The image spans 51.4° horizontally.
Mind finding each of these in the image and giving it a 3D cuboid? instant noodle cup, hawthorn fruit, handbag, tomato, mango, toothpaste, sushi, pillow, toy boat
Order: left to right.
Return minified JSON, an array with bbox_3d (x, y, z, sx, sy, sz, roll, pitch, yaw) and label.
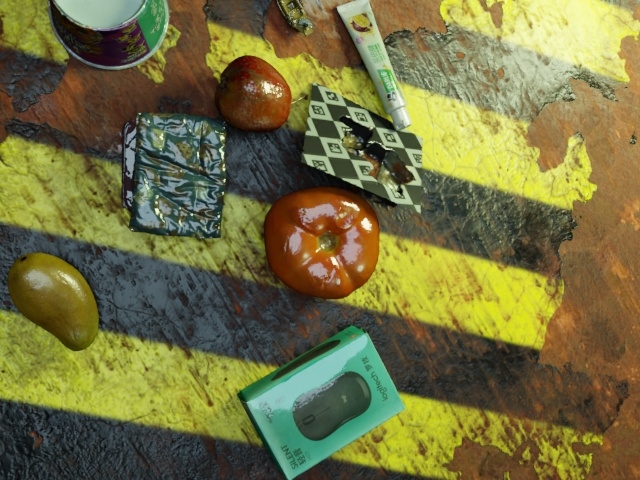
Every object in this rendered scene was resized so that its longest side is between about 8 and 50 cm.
[{"bbox_3d":[-0.535,0.122,1.352,0.136,0.099,0.227,-38,106,-14],"label":"mango"},{"bbox_3d":[-0.428,-0.486,1.324,0.251,0.190,0.251,0,90,-12],"label":"instant noodle cup"},{"bbox_3d":[-0.311,-0.153,1.412,0.216,0.074,0.203,-2,91,-14],"label":"handbag"},{"bbox_3d":[-0.288,-0.134,1.361,0.189,0.034,0.255,3,89,-14],"label":"pillow"},{"bbox_3d":[-0.119,-0.300,1.422,0.204,0.163,0.162,17,86,-24],"label":"hawthorn fruit"},{"bbox_3d":[-0.065,-0.519,1.476,0.047,0.049,0.149,-32,97,-11],"label":"toy boat"},{"bbox_3d":[0.000,0.004,1.424,0.260,0.180,0.259,0,92,-10],"label":"tomato"},{"bbox_3d":[0.084,-0.189,1.455,0.292,0.059,0.293,24,43,-13],"label":"sushi"},{"bbox_3d":[0.133,-0.402,1.522,0.058,0.056,0.314,-24,91,-56],"label":"toothpaste"}]

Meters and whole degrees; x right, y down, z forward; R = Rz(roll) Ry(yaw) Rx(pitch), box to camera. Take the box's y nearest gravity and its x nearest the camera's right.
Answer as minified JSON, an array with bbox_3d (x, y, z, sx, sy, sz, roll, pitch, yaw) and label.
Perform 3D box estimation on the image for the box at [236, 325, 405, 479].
[{"bbox_3d":[0.003,0.350,1.457,0.312,0.118,0.205,-28,94,-11],"label":"box"}]
